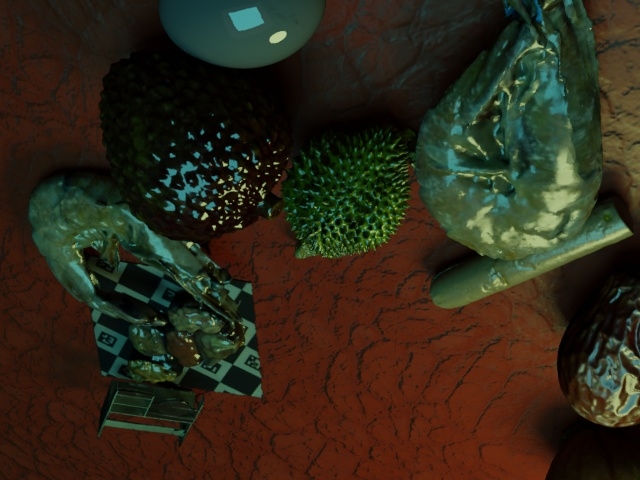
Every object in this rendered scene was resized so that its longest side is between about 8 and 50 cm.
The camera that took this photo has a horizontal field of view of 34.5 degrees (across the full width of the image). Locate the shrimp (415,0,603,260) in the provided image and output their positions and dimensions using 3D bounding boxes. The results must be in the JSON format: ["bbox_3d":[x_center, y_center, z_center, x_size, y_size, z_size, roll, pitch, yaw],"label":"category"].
[{"bbox_3d":[0.215,-0.153,1.177,0.221,0.110,0.445,-1,129,8],"label":"shrimp"}]

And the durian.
[{"bbox_3d":[0.035,-0.065,1.287,0.146,0.159,0.198,37,131,-25],"label":"durian"}]

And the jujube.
[{"bbox_3d":[0.407,0.137,1.376,0.168,0.168,0.236,9,121,8],"label":"jujube"}]

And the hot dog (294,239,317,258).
[{"bbox_3d":[0.000,0.000,1.445,0.090,0.030,0.034,-10,126,24],"label":"hot dog"}]

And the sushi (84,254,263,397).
[{"bbox_3d":[-0.246,0.164,1.650,0.292,0.059,0.294,8,134,10],"label":"sushi"}]

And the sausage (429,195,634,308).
[{"bbox_3d":[0.270,0.022,1.367,0.301,0.066,0.066,-29,119,34],"label":"sausage"}]

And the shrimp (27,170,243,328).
[{"bbox_3d":[-0.273,0.036,1.506,0.360,0.085,0.247,31,127,0],"label":"shrimp"}]

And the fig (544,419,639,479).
[{"bbox_3d":[0.430,0.371,1.571,0.205,0.205,0.205,8,133,9],"label":"fig"}]

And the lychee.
[{"bbox_3d":[-0.152,-0.117,1.249,0.271,0.236,0.236,47,134,13],"label":"lychee"}]

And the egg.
[{"bbox_3d":[-0.089,-0.266,1.148,0.199,0.146,0.146,3,133,22],"label":"egg"}]

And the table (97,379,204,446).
[{"bbox_3d":[-0.287,0.280,1.737,0.146,0.062,0.175,11,138,-17],"label":"table"}]
